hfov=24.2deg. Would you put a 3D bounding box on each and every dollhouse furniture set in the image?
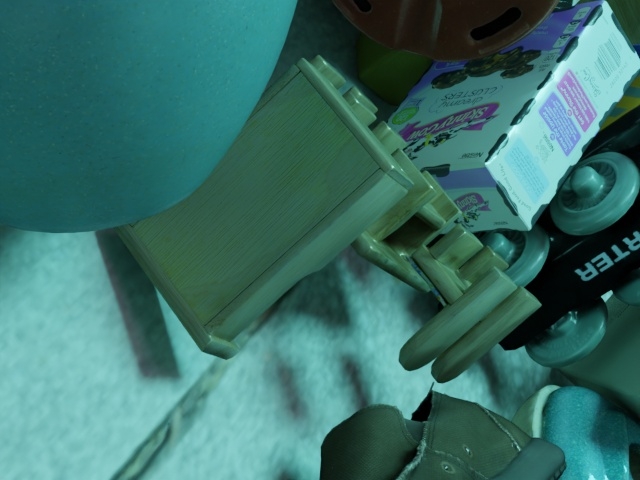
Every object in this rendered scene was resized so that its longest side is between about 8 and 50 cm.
[{"bbox_3d":[0.000,0.000,1.011,0.212,0.161,0.242,52,9,23],"label":"dollhouse furniture set"}]

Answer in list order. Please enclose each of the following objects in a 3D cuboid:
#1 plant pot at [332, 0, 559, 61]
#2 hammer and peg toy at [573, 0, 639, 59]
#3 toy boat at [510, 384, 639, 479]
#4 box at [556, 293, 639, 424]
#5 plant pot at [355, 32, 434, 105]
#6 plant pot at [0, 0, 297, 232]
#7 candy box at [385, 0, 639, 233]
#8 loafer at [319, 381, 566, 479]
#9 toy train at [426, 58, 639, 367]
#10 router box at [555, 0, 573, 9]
[{"bbox_3d":[0.119,-0.283,1.171,0.272,0.272,0.265,50,33,-13],"label":"plant pot"},{"bbox_3d":[0.326,-0.087,1.444,0.127,0.266,0.361,-2,62,-35],"label":"hammer and peg toy"},{"bbox_3d":[0.252,0.265,1.124,0.267,0.148,0.318,41,34,-27],"label":"toy boat"},{"bbox_3d":[0.288,0.102,1.222,0.094,0.113,0.275,41,-2,-4],"label":"box"},{"bbox_3d":[0.078,-0.167,1.325,0.081,0.083,0.081,34,38,-35],"label":"plant pot"},{"bbox_3d":[-0.141,-0.120,0.821,0.290,0.290,0.196,-58,149,-57],"label":"plant pot"},{"bbox_3d":[0.136,-0.094,1.190,0.070,0.164,0.196,53,58,-25],"label":"candy box"},{"bbox_3d":[0.039,0.181,0.939,0.130,0.134,0.366,35,17,16],"label":"loafer"},{"bbox_3d":[0.229,-0.040,1.209,0.142,0.334,0.190,43,19,-33],"label":"toy train"},{"bbox_3d":[0.191,-0.134,1.381,0.046,0.179,0.133,13,40,2],"label":"router box"}]
